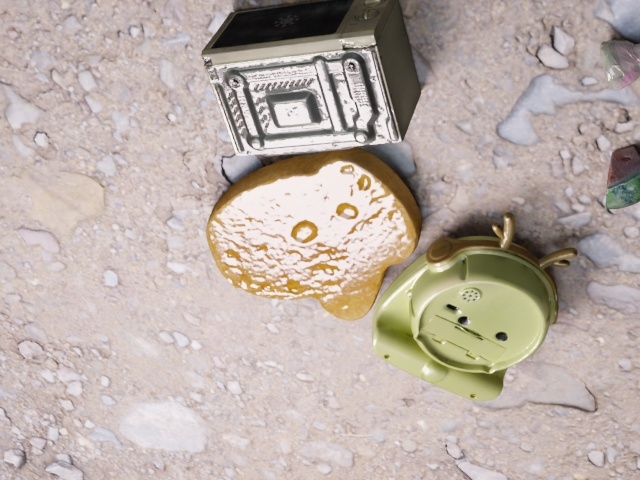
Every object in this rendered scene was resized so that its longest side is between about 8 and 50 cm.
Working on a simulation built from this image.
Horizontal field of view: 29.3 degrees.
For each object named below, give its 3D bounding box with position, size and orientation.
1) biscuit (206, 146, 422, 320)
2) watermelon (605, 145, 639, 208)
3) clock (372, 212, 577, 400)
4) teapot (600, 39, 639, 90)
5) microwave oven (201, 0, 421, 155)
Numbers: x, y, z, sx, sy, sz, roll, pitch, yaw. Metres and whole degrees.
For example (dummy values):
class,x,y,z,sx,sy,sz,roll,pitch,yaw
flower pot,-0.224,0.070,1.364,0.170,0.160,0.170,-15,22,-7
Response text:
class,x,y,z,sx,sy,sz,roll,pitch,yaw
biscuit,0.001,-0.001,1.849,0.343,0.057,0.287,-21,119,31
watermelon,0.405,-0.080,1.641,0.072,0.092,0.085,42,132,37
clock,0.235,0.093,1.796,0.235,0.096,0.308,26,128,-15
teapot,0.391,-0.222,1.545,0.064,0.064,0.083,-13,155,19
microwave oven,-0.008,-0.212,1.631,0.240,0.145,0.194,-3,123,21
